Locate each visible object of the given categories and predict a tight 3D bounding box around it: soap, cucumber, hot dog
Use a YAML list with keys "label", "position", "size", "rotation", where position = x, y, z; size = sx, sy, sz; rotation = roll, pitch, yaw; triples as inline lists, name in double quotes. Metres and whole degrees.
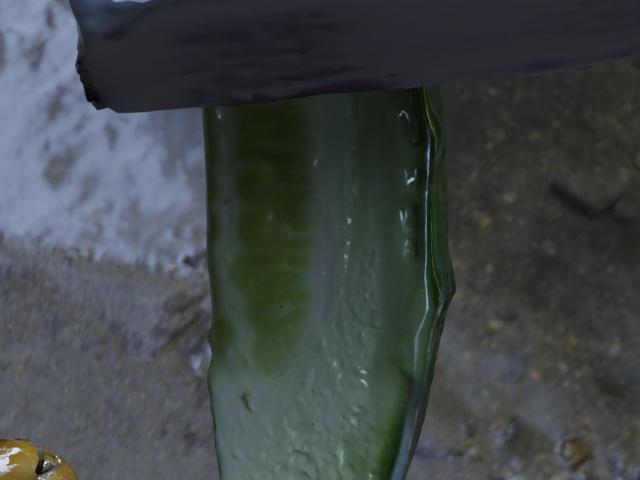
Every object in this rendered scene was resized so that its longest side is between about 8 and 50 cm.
- label: "soap"
  position: [0.045, -0.201, 0.571]
  size: [0.285, 0.107, 0.296]
  rotation: [-8, 71, 1]
- label: "cucumber"
  position: [0.003, 0.000, 0.786]
  size: [0.145, 0.105, 0.325]
  rotation: [1, 94, 23]
- label: "hot dog"
  position: [-0.205, 0.145, 0.944]
  size: [0.090, 0.140, 0.060]
  rotation: [12, 55, -51]
